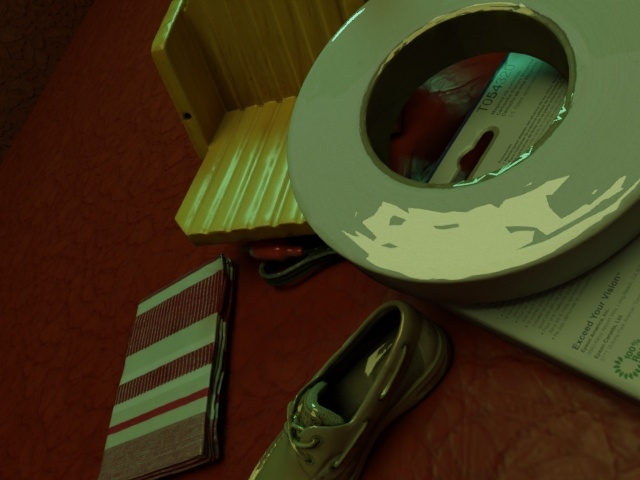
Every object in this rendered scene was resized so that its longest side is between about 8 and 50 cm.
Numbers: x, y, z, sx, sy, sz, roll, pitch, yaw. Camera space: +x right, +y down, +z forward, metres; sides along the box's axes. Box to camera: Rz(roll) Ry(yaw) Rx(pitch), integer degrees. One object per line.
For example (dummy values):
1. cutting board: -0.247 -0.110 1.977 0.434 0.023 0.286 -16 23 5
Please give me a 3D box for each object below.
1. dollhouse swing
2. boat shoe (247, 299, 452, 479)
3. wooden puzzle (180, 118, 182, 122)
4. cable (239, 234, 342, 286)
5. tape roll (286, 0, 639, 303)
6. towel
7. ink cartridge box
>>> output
1. dollhouse swing: -0.090 -0.211 0.776 0.347 0.315 0.305 -5 34 25
2. boat shoe: 0.007 0.188 0.574 0.302 0.098 0.109 -48 40 3
3. wooden puzzle: -0.296 -0.329 1.301 0.116 0.014 0.078 -49 36 2
4. cable: 0.000 0.000 0.740 0.287 0.072 0.139 4 65 44
5. tape roll: 0.148 -0.130 0.544 0.392 0.072 0.391 -13 61 25
6. towel: -0.230 0.196 0.837 0.237 0.037 0.328 -27 44 28
7. ink cartridge box: 0.260 -0.043 0.541 0.330 0.071 0.324 27 82 51
